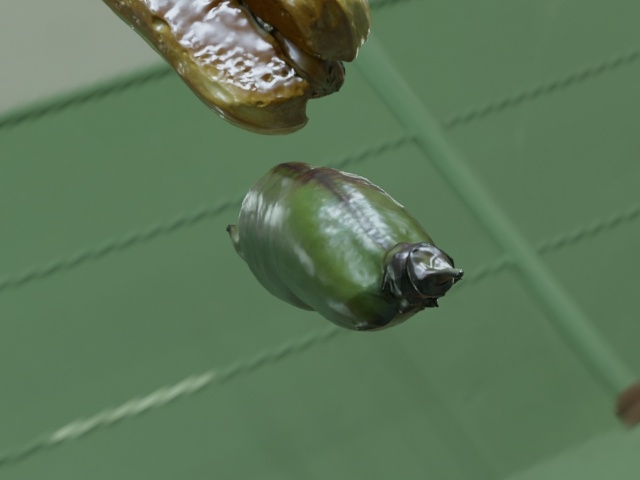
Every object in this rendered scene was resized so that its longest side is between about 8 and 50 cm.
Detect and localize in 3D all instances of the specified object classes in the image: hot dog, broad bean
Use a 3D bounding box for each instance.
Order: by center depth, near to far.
[{"bbox_3d":[0.000,0.000,0.938,0.061,0.077,0.339,-32,10,-8],"label":"broad bean"},{"bbox_3d":[-0.093,-0.203,1.293,0.100,0.337,0.135,2,-54,-54],"label":"hot dog"}]
